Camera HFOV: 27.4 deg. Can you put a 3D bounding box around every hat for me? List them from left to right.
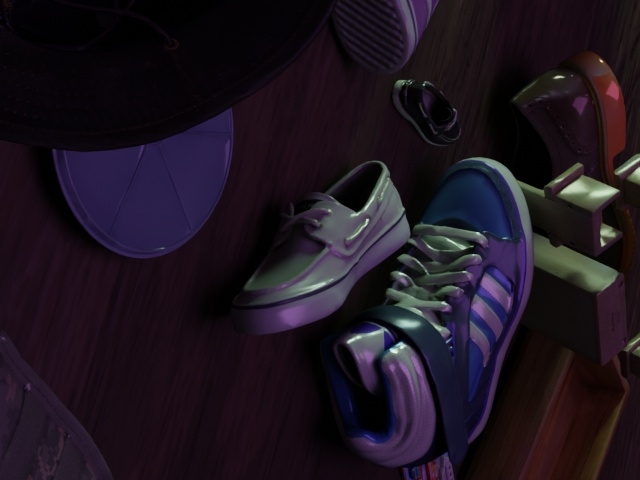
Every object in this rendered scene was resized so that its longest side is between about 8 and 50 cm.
[{"bbox_3d":[-0.142,-0.187,0.888,0.134,0.331,0.331,105,4,-70],"label":"hat"}]

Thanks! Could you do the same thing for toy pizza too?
[{"bbox_3d":[-0.142,-0.086,1.033,0.201,0.032,0.201,-5,96,-53],"label":"toy pizza"}]

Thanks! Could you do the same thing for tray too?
[{"bbox_3d":[0.257,0.285,1.581,0.411,0.076,0.203,-62,140,-30],"label":"tray"}]

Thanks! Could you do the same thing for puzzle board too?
[{"bbox_3d":[0.121,0.257,1.447,0.096,0.011,0.128,-34,121,-47],"label":"puzzle board"}]

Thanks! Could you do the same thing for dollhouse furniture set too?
[{"bbox_3d":[0.370,-0.034,1.525,0.355,0.174,0.303,-35,132,-27],"label":"dollhouse furniture set"}]

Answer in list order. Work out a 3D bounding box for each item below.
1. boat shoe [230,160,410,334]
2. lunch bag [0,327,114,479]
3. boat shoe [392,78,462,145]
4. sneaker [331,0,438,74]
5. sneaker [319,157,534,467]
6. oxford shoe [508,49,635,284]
[{"bbox_3d":[0.000,0.000,1.187,0.267,0.096,0.088,-34,116,-48],"label":"boat shoe"},{"bbox_3d":[-0.236,0.223,0.827,0.235,0.169,0.287,-64,146,-32],"label":"lunch bag"},{"bbox_3d":[0.122,-0.134,1.385,0.125,0.038,0.046,37,64,-49],"label":"boat shoe"},{"bbox_3d":[0.053,-0.316,1.233,0.161,0.102,0.282,-55,145,-40],"label":"sneaker"},{"bbox_3d":[0.101,0.067,1.298,0.236,0.130,0.322,7,93,-58],"label":"sneaker"},{"bbox_3d":[0.291,-0.051,1.592,0.133,0.130,0.363,-25,125,-15],"label":"oxford shoe"}]
